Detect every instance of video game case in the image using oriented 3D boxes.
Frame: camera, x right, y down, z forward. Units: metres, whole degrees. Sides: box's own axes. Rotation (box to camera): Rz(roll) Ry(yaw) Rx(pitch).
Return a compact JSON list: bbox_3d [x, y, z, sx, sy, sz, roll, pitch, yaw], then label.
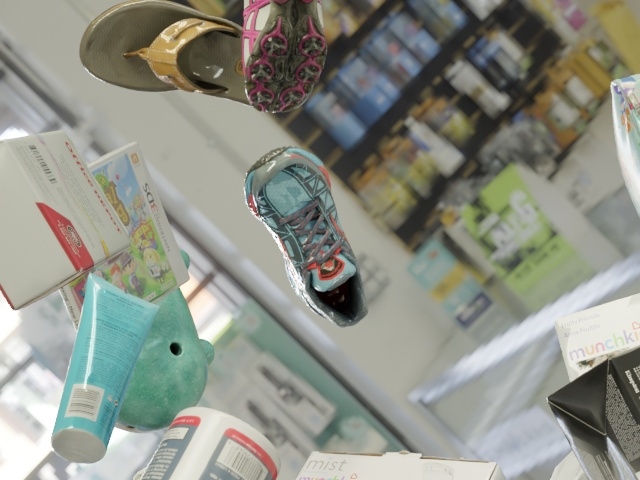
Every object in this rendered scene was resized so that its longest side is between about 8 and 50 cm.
[{"bbox_3d":[-0.254,0.000,1.708,0.023,0.193,0.212,-13,14,34],"label":"video game case"}]

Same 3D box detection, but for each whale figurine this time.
[{"bbox_3d":[-0.219,0.114,1.843,0.141,0.216,0.272,-27,47,48],"label":"whale figurine"}]

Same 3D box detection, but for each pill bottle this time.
[{"bbox_3d":[-0.118,0.246,1.222,0.108,0.108,0.180,-38,19,56],"label":"pill bottle"}]

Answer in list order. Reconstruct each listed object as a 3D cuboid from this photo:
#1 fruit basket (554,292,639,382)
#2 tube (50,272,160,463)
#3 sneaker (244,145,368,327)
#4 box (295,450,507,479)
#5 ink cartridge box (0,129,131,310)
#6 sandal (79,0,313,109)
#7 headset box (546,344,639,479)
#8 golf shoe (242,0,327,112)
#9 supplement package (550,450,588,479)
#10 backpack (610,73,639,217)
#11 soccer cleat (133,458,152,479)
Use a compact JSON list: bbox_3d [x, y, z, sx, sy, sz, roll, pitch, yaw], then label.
[{"bbox_3d":[0.518,0.221,1.949,0.327,0.353,0.165,-18,-19,16],"label":"fruit basket"},{"bbox_3d":[-0.211,0.119,1.360,0.052,0.080,0.207,-44,24,38],"label":"tube"},{"bbox_3d":[0.000,0.000,1.670,0.104,0.262,0.125,-32,41,-6],"label":"sneaker"},{"bbox_3d":[0.118,0.372,1.677,0.262,0.231,0.127,-1,41,35],"label":"box"},{"bbox_3d":[-0.242,-0.021,1.216,0.072,0.127,0.175,-31,3,8],"label":"ink cartridge box"},{"bbox_3d":[-0.113,-0.164,1.299,0.060,0.219,0.090,-98,25,-76],"label":"sandal"},{"bbox_3d":[0.376,0.167,1.206,0.293,0.218,0.110,-19,-15,-30],"label":"headset box"},{"bbox_3d":[-0.030,-0.194,1.169,0.086,0.067,0.186,-108,23,-48],"label":"golf shoe"},{"bbox_3d":[0.389,0.294,1.740,0.244,0.134,0.139,-56,-5,39],"label":"supplement package"},{"bbox_3d":[0.418,-0.081,1.471,0.191,0.253,0.225,-25,-30,2],"label":"backpack"},{"bbox_3d":[-0.199,0.325,1.664,0.116,0.143,0.331,-12,-10,8],"label":"soccer cleat"}]
